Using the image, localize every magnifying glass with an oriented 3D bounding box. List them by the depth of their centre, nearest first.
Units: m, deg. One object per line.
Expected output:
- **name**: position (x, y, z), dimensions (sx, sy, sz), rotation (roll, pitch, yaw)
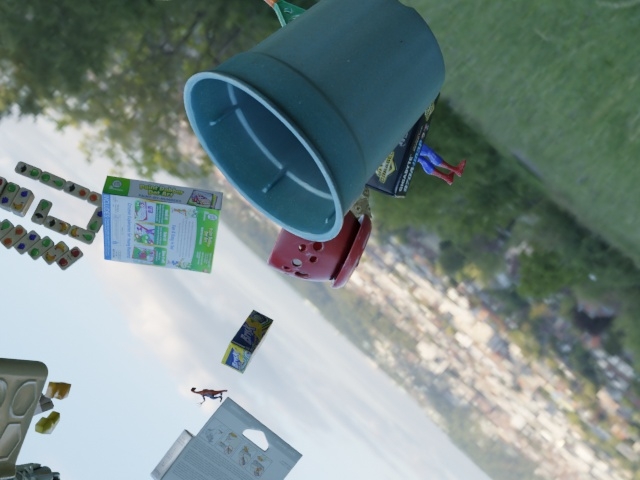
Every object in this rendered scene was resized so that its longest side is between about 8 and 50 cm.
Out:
- **magnifying glass**: position (-0.080, -0.520, 1.955), dimensions (0.231, 0.092, 0.026), rotation (43, 144, 21)

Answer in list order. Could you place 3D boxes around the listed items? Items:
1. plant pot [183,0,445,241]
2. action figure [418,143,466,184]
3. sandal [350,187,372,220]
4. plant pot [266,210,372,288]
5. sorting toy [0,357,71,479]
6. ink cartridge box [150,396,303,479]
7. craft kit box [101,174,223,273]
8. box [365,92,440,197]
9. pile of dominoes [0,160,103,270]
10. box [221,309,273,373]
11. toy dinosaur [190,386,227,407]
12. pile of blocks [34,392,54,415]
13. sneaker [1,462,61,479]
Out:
- **plant pot**: position (0.011, -0.235, 1.446), dimensions (0.341, 0.334, 0.341), rotation (37, 158, 18)
- **action figure**: position (0.229, -0.261, 2.169), dimensions (0.280, 0.139, 0.091), rotation (23, 152, -11)
- **sandal**: position (0.083, -0.057, 2.050), dimensions (0.079, 0.240, 0.088), rotation (26, -177, 19)
- **plant pot**: position (0.000, 0.000, 1.793), dimensions (0.174, 0.191, 0.191), rotation (26, 178, -3)
- **sorting toy**: position (-0.593, 0.340, 1.662), dimensions (0.041, 0.229, 0.307), rotation (13, 173, 16)
- **ink cartridge box**: position (-0.226, 0.554, 2.145), dimensions (0.296, 0.261, 0.066), rotation (45, 167, -29)
- **craft kit box**: position (-0.346, -0.029, 1.890), dimensions (0.247, 0.061, 0.250), rotation (11, 143, -6)
- **box**: position (0.118, -0.214, 1.702), dimensions (0.175, 0.220, 0.051), rotation (24, -167, 29)
- **pile of dominoes**: position (-0.603, -0.057, 1.881), dimensions (0.251, 0.196, 0.040), rotation (22, 161, 2)
- **box**: position (-0.152, 0.211, 1.832), dimensions (0.054, 0.059, 0.169), rotation (26, -158, 2)
- **toy dinosaur**: position (-0.294, 0.393, 2.263), dimensions (0.082, 0.090, 0.047), rotation (23, -145, -16)
- **pile of blocks**: position (-0.799, 0.339, 2.198), dimensions (0.362, 0.113, 0.149), rotation (40, -141, -45)
- **sneaker**: position (-0.635, 0.498, 1.819), dimensions (0.262, 0.121, 0.099), rotation (54, -162, -69)
